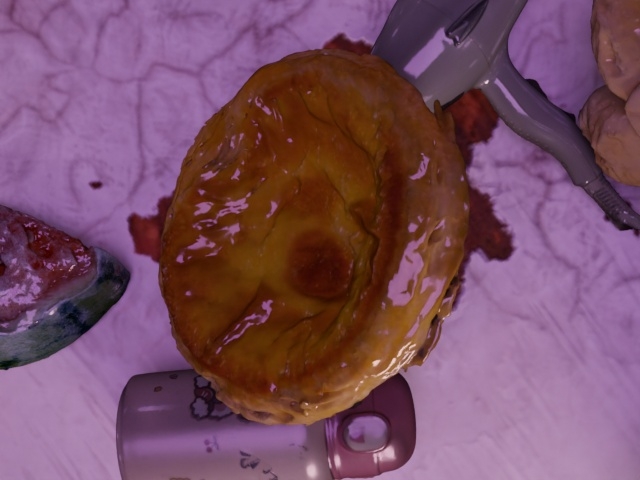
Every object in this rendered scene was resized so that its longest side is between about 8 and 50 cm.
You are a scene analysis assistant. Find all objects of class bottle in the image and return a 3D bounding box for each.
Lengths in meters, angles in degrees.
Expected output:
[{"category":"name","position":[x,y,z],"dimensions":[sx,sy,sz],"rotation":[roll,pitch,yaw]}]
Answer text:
[{"category":"bottle","position":[-0.040,0.152,0.845],"dimensions":[0.233,0.110,0.109],"rotation":[-6,94,6]}]

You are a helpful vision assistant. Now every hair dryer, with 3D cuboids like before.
[{"category":"hair dryer","position":[0.187,-0.158,0.830],"dimensions":[0.267,0.092,0.229],"rotation":[23,90,-11]}]

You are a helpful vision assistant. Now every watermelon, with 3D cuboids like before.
[{"category":"watermelon","position":[-0.264,0.036,0.878],"dimensions":[0.187,0.071,0.139],"rotation":[-28,88,7]}]

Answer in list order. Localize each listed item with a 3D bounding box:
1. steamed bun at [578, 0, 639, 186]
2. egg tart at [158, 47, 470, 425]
[{"category":"steamed bun","position":[0.326,-0.118,0.708],"dimensions":[0.296,0.137,0.292],"rotation":[-12,119,12]},{"category":"egg tart","position":[0.000,0.000,0.791],"dimensions":[0.295,0.116,0.294],"rotation":[-11,73,39]}]
